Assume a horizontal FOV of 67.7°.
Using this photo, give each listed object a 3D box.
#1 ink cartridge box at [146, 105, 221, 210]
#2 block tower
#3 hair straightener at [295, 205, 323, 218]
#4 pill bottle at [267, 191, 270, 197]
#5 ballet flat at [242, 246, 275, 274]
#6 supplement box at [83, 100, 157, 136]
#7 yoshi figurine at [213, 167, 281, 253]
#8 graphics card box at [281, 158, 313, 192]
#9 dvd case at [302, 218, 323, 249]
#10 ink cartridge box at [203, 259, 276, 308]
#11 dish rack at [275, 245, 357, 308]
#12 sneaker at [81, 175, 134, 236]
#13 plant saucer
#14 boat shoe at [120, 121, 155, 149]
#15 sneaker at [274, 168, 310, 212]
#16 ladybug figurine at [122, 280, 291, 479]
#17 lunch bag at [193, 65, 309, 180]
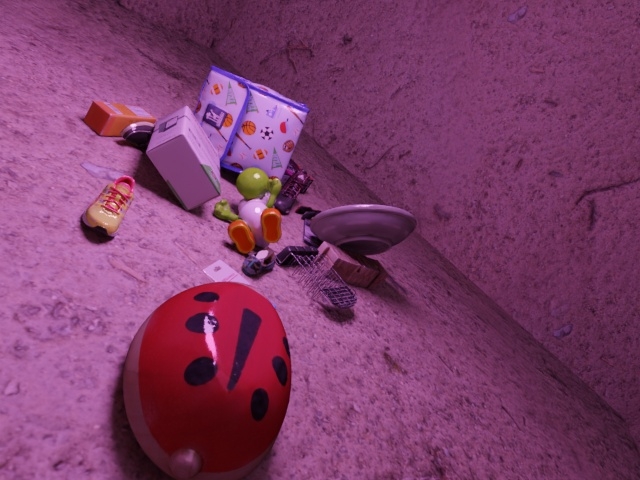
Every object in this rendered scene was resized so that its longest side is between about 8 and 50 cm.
[{"bbox_3d":[-0.403,-0.256,1.445,0.211,0.121,0.289,62,4,-32],"label":"ink cartridge box"},{"bbox_3d":[0.116,0.101,1.780,0.335,0.091,0.097,20,26,-45],"label":"block tower"},{"bbox_3d":[-0.022,-0.100,2.081,0.089,0.047,0.230,47,15,22],"label":"hair straightener"},{"bbox_3d":[-0.216,-0.189,1.856,0.067,0.067,0.120,22,25,-43],"label":"pill bottle"},{"bbox_3d":[-0.164,0.052,1.391,0.070,0.070,0.188,40,18,2],"label":"ballet flat"},{"bbox_3d":[-0.621,-0.377,1.496,0.080,0.078,0.233,39,17,7],"label":"supplement box"},{"bbox_3d":[-0.215,-0.121,1.509,0.203,0.203,0.362,26,18,-19],"label":"yoshi figurine"},{"bbox_3d":[-0.209,-0.330,2.167,0.233,0.094,0.370,46,20,19],"label":"graphics card box"},{"bbox_3d":[0.000,0.000,1.910,0.164,0.018,0.221,35,19,-14],"label":"dvd case"},{"bbox_3d":[-0.203,0.135,1.122,0.181,0.062,0.104,41,18,2],"label":"ink cartridge box"},{"bbox_3d":[-0.005,0.122,1.533,0.271,0.074,0.208,49,21,21],"label":"dish rack"},{"bbox_3d":[-0.469,-0.087,1.077,0.081,0.094,0.209,32,21,-27],"label":"sneaker"},{"bbox_3d":[0.158,-0.018,1.778,0.400,0.400,0.101,19,64,-47],"label":"plant saucer"},{"bbox_3d":[-0.539,-0.322,1.518,0.074,0.080,0.223,58,16,3],"label":"boat shoe"},{"bbox_3d":[-0.120,-0.221,1.964,0.106,0.163,0.281,37,18,-8],"label":"sneaker"},{"bbox_3d":[-0.170,0.212,0.841,0.305,0.162,0.449,34,19,-17],"label":"ladybug figurine"},{"bbox_3d":[-0.278,-0.422,1.776,0.385,0.328,0.239,21,15,-14],"label":"lunch bag"}]
